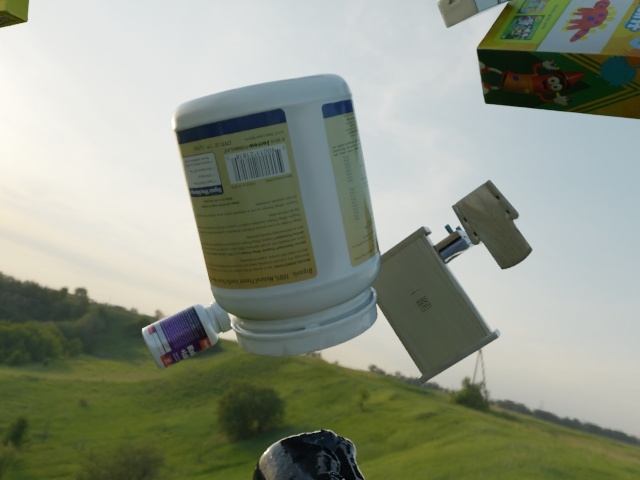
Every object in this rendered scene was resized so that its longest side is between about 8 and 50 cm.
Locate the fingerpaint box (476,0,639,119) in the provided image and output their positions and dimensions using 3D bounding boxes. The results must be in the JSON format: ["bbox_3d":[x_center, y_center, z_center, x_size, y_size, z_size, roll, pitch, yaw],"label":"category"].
[{"bbox_3d":[0.607,-0.473,1.282,0.370,0.445,0.163,15,-32,34],"label":"fingerpaint box"}]

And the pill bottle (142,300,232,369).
[{"bbox_3d":[-0.307,0.214,1.384,0.193,0.108,0.108,-25,-3,-14],"label":"pill bottle"}]

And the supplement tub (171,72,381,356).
[{"bbox_3d":[-0.047,-0.035,0.759,0.228,0.317,0.228,-10,11,2],"label":"supplement tub"}]

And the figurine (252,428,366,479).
[{"bbox_3d":[0.019,0.280,0.419,0.092,0.215,0.209,-8,9,-13],"label":"figurine"}]

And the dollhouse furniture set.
[{"bbox_3d":[0.245,0.072,1.015,0.286,0.198,0.303,-36,-13,17],"label":"dollhouse furniture set"}]

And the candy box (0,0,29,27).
[{"bbox_3d":[-0.295,-0.287,0.522,0.105,0.206,0.027,-1,-6,28],"label":"candy box"}]

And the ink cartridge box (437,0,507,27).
[{"bbox_3d":[0.346,-0.523,1.271,0.150,0.063,0.109,-30,13,-22],"label":"ink cartridge box"}]
